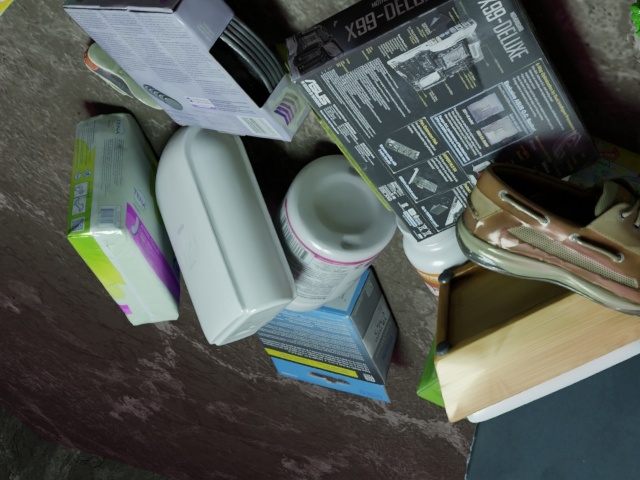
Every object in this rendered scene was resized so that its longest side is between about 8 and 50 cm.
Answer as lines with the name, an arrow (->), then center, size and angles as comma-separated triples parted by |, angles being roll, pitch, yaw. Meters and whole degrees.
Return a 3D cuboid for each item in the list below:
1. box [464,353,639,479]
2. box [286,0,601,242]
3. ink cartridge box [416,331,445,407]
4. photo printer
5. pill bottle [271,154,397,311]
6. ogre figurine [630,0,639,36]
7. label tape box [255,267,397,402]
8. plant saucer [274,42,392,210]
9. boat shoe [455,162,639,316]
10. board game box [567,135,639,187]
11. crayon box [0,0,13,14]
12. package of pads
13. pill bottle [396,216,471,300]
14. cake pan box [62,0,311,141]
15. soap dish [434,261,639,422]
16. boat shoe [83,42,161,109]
box -> 0.543, 0.295, 1.606 | 0.480, 0.297, 0.472 | -2, 156, 42
box -> 0.142, -0.153, 1.288 | 0.242, 0.076, 0.307 | -25, 134, 18
ink cartridge box -> 0.304, 0.200, 1.819 | 0.255, 0.188, 0.097 | 25, 152, -7
photo printer -> -0.151, -0.018, 1.704 | 0.107, 0.307, 0.256 | -17, 171, -21
pill bottle -> 0.000, 0.000, 1.718 | 0.160, 0.160, 0.283 | 26, 155, -5
ogre figurine -> 0.395, -0.165, 1.128 | 0.097, 0.197, 0.118 | -13, 174, -28
label tape box -> 0.001, 0.149, 2.062 | 0.241, 0.105, 0.333 | 12, 153, 24
plant saucer -> 0.032, -0.153, 1.444 | 0.045, 0.188, 0.188 | -35, 132, 7
boat shoe -> 0.316, -0.005, 1.288 | 0.324, 0.122, 0.119 | 13, 125, 4
board game box -> 0.371, -0.052, 1.380 | 0.154, 0.103, 0.026 | 22, 154, 1
crayon box -> -0.468, -0.365, 1.500 | 0.165, 0.081, 0.278 | 35, 152, -22
package of pads -> -0.300, -0.034, 1.828 | 0.101, 0.229, 0.296 | -8, 149, 7
pill bottle -> 0.190, 0.017, 1.639 | 0.121, 0.121, 0.216 | 4, 148, 35
cake pan box -> -0.166, -0.232, 1.465 | 0.267, 0.070, 0.246 | 14, 157, 48
soap dish -> 0.275, 0.084, 1.472 | 0.291, 0.229, 0.118 | -29, 115, 25
boat shoe -> -0.274, -0.229, 1.639 | 0.137, 0.049, 0.043 | 33, 156, -15
